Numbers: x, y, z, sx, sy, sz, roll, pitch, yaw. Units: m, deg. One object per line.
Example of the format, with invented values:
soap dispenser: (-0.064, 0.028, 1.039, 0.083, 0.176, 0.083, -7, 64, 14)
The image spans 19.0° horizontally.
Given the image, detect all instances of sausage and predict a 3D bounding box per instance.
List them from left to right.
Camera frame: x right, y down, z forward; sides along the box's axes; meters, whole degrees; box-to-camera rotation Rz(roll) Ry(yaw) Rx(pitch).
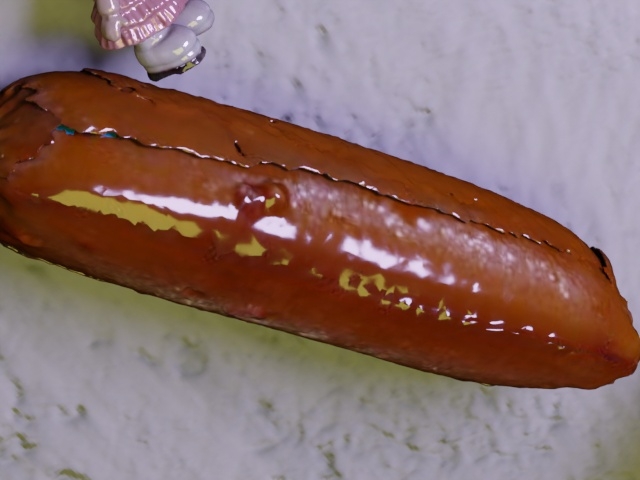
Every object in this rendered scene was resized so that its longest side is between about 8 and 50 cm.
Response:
sausage: (0.000, 0.000, 0.862, 0.330, 0.102, 0.102, 17, 116, -23)

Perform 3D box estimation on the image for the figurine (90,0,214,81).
figurine: (-0.094, -0.119, 0.778, 0.054, 0.072, 0.129, -6, 134, 29)
